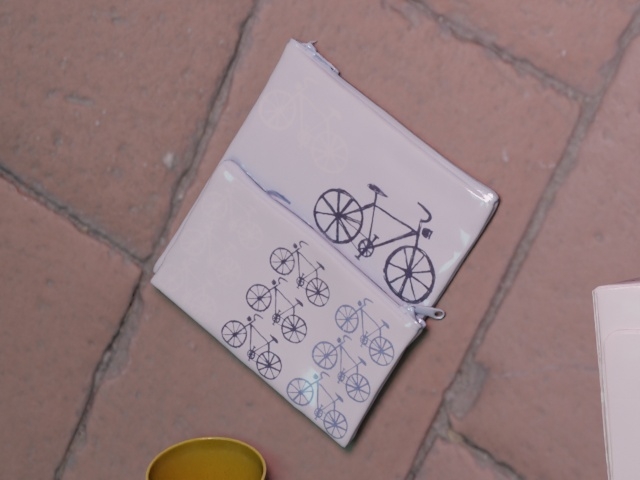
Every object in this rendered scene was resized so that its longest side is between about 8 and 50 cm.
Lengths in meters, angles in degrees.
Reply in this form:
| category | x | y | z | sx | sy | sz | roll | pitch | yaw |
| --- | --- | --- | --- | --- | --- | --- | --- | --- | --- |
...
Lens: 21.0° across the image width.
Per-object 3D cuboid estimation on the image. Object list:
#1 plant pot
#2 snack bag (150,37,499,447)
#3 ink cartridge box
| category | x | y | z | sx | sy | sz | roll | pitch | yaw |
| --- | --- | --- | --- | --- | --- | --- | --- | --- | --- |
| plant pot | -0.125 | 0.297 | 1.936 | 0.134 | 0.134 | 0.095 | 13 | 122 | 28 |
| snack bag | 0.000 | 0.000 | 1.895 | 0.323 | 0.037 | 0.342 | 40 | 110 | 22 |
| ink cartridge box | 0.388 | 0.122 | 1.555 | 0.198 | 0.270 | 0.197 | -4 | 91 | 29 |
